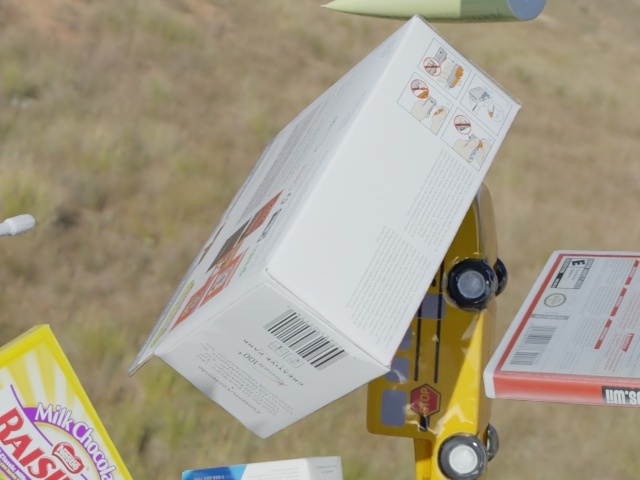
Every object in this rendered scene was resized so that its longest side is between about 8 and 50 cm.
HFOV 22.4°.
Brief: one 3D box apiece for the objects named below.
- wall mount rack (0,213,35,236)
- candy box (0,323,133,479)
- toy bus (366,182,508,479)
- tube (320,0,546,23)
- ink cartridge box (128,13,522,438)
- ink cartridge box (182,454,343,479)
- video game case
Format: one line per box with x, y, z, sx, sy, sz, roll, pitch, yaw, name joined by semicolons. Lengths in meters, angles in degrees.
-0.392;0.108;1.489;0.130;0.350;0.304;33;34;-25;wall mount rack
-0.160;0.164;0.976;0.105;0.206;0.027;-34;12;-35;candy box
0.121;0.102;1.676;0.130;0.333;0.108;4;4;13;toy bus
0.111;-0.237;1.568;0.240;0.062;0.070;3;-32;50;tube
0.000;0.000;1.391;0.130;0.272;0.309;39;54;-12;ink cartridge box
-0.043;0.319;1.484;0.134;0.231;0.078;-9;-9;25;ink cartridge box
0.283;0.064;1.181;0.285;0.025;0.204;1;26;24;video game case
